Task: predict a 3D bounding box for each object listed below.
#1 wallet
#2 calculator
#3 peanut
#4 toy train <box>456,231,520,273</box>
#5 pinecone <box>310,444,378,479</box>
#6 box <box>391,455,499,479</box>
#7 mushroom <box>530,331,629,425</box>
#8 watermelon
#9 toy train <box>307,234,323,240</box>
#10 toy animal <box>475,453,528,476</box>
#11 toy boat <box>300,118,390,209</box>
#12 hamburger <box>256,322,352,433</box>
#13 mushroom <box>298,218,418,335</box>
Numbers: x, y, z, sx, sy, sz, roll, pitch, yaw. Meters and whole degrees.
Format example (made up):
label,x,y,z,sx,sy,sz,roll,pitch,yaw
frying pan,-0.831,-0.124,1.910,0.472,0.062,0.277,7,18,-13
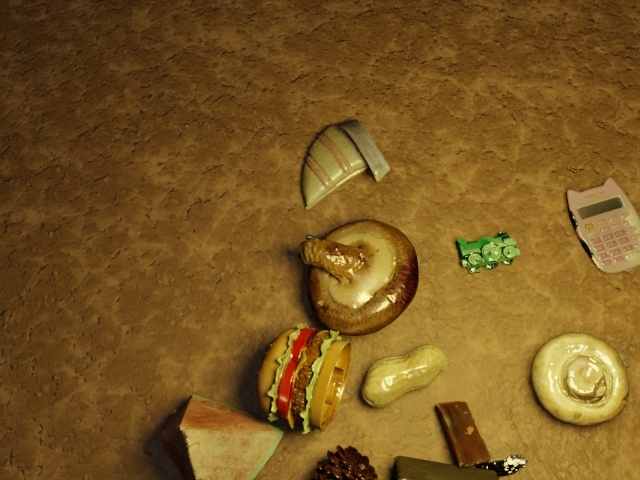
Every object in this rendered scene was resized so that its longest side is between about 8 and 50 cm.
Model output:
label,x,y,z,sx,sy,sz,roll,pitch,yaw
wallet,0.372,0.505,1.438,0.095,0.026,0.176,-4,41,-13
calculator,0.864,-0.036,1.647,0.194,0.043,0.294,-16,72,-3
peanut,0.225,0.361,1.499,0.256,0.123,0.124,-26,69,-9
toy train,0.498,0.032,1.631,0.178,0.071,0.105,-13,58,1
pinecone,0.049,0.620,1.395,0.165,0.163,0.163,-47,72,9
box,0.302,0.658,1.337,0.273,0.143,0.184,7,91,6
mushroom,0.681,0.357,1.434,0.254,0.184,0.255,-8,62,15
watermelon,-0.265,0.496,1.423,0.283,0.293,0.250,41,47,18
toy train,0.000,0.000,1.705,0.083,0.017,0.017,16,72,9
toy animal,0.434,0.603,1.426,0.220,0.062,0.108,-29,91,-8
toy boat,0.059,-0.271,1.763,0.293,0.111,0.276,-16,61,9
hamburger,-0.053,0.353,1.440,0.212,0.274,0.275,13,70,16
mushroom,0.119,0.099,1.560,0.344,0.239,0.346,0,88,12
